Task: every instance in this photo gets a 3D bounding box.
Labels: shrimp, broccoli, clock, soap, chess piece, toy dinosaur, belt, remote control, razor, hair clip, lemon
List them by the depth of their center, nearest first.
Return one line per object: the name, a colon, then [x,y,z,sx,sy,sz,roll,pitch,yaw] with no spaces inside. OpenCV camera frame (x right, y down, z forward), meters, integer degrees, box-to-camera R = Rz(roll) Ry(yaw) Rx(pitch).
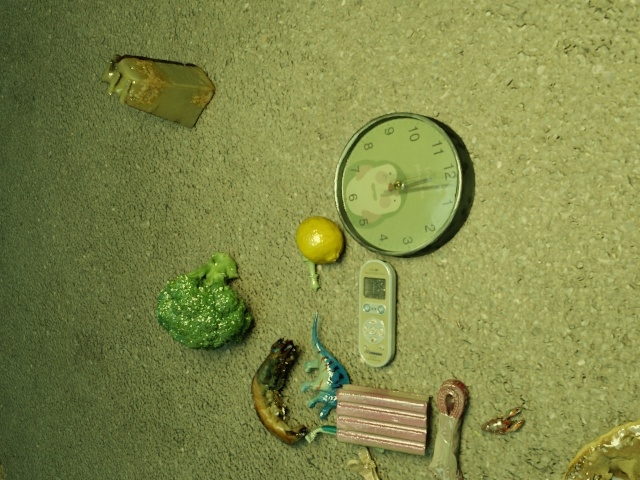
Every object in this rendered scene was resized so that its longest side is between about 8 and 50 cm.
shrimp: [0.365,0.363,1.046,0.092,0.029,0.038,-39,69,25]
belt: [0.266,0.405,1.104,0.071,0.053,0.232,5,94,27]
clock: [0.171,-0.120,1.150,0.318,0.066,0.319,0,91,34]
soap: [0.136,0.389,1.157,0.203,0.065,0.122,3,93,21]
hair clip: [0.139,0.575,1.185,0.034,0.072,0.226,-47,67,30]
remote control: [0.130,0.163,1.197,0.087,0.047,0.244,3,93,38]
lemon: [0.000,0.000,1.246,0.109,0.109,0.133,-48,60,26]
razor: [0.062,0.463,1.249,0.191,0.068,0.037,1,101,28]
toy dinosaur: [0.017,0.347,1.264,0.144,0.076,0.329,-34,76,20]
chess piece: [-0.019,0.079,1.305,0.042,0.042,0.093,-9,91,35]
shrimp: [-0.092,0.384,1.320,0.222,0.054,0.290,47,129,37]
broccoli: [-0.301,0.161,1.403,0.270,0.270,0.270,-10,50,35]

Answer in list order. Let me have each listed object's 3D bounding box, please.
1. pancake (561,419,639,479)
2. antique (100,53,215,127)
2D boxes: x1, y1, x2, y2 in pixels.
pancake: [0.587,0.477,0.860,0.386,0.082,0.387,-2,87,32]
antique: [-0.446,-0.418,1.443,0.125,0.284,0.150,52,119,23]
